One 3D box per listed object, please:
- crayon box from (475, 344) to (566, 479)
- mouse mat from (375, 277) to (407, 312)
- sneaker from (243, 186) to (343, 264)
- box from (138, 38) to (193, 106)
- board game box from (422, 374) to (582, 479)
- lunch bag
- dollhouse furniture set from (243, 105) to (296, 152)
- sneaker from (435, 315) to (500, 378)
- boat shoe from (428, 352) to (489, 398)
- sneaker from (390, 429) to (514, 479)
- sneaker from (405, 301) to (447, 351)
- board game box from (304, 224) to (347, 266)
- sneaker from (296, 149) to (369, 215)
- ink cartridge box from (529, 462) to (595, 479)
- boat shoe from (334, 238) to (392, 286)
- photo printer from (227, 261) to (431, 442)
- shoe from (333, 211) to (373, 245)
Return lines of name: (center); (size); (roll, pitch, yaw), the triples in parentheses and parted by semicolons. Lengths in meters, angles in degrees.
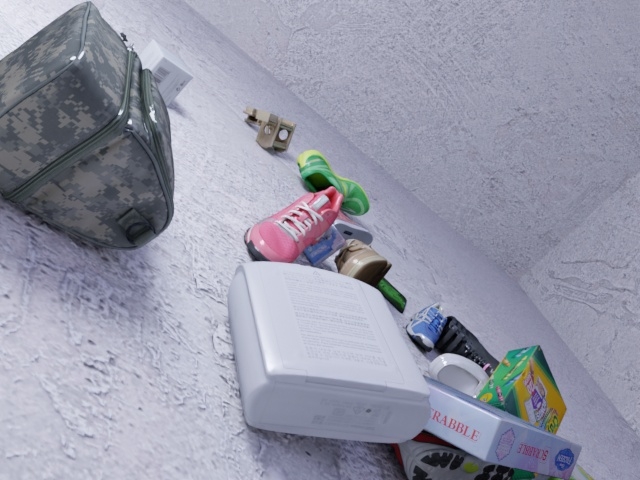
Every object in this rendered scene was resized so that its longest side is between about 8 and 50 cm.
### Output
crayon box: (0.420, 0.354, 1.435); (0.278, 0.081, 0.165); (-30, 97, -54)
mouse mat: (0.158, 0.111, 1.826); (0.189, 0.007, 0.152); (45, 15, 1)
sneaker: (-0.046, -0.042, 1.392); (0.116, 0.136, 0.314); (44, 28, 2)
box: (-0.377, -0.393, 1.610); (0.102, 0.101, 0.087); (28, 21, -50)
board game box: (0.220, 0.284, 1.132); (0.319, 0.065, 0.318); (18, -8, 45)
lunch bag: (-0.313, -0.148, 0.942); (0.256, 0.213, 0.305); (54, 8, -35)
dollhouse furniture set: (-0.192, -0.339, 2.039); (0.161, 0.101, 0.182); (23, 8, 21)
sneaker: (0.362, 0.291, 1.698); (0.147, 0.104, 0.295); (37, 10, -19)
boat shoe: (0.349, 0.352, 1.489); (0.277, 0.098, 0.096); (40, 14, -17)
sneaker: (0.219, 0.360, 1.131); (0.279, 0.107, 0.118); (35, 8, -38)
sneaker: (0.267, 0.208, 1.699); (0.080, 0.081, 0.211); (44, 16, -5)
board game box: (0.000, 0.000, 1.547); (0.090, 0.090, 0.020); (54, 1, 33)
sneaker: (0.033, -0.148, 2.066); (0.296, 0.109, 0.123); (36, 40, -33)
ink cartridge box: (0.552, 0.537, 1.519); (0.189, 0.097, 0.255); (42, 16, -5)
boat shoe: (0.080, 0.060, 1.568); (0.110, 0.121, 0.341); (42, 4, 10)
photo printer: (-0.004, 0.143, 0.991); (0.256, 0.107, 0.307); (12, 27, -21)
shoe: (0.073, -0.040, 1.899); (0.178, 0.063, 0.081); (23, 30, -44)
